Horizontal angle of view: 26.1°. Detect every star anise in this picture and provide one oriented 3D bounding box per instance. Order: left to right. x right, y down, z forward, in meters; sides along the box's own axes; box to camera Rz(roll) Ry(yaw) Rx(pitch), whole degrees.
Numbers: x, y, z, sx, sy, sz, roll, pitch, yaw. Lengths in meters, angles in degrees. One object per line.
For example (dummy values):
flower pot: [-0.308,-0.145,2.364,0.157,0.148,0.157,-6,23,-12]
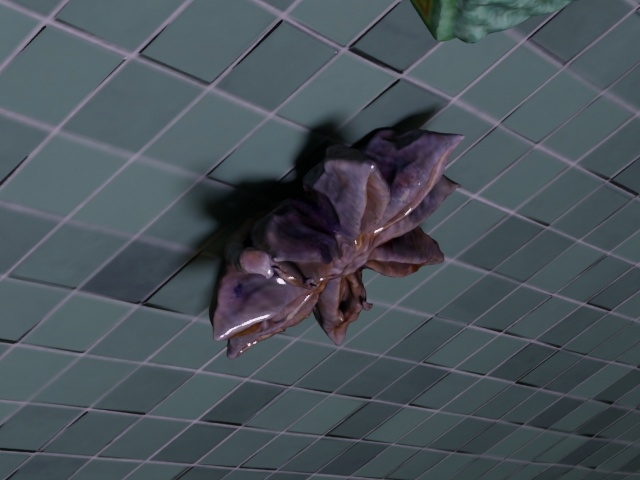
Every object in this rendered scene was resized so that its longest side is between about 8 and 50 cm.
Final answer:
star anise: [0.001,0.000,0.917,0.230,0.081,0.262,-40,160,23]

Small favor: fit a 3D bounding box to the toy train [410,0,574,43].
toy train: [0.110,-0.205,0.559,0.272,0.188,0.159,-23,153,-12]
